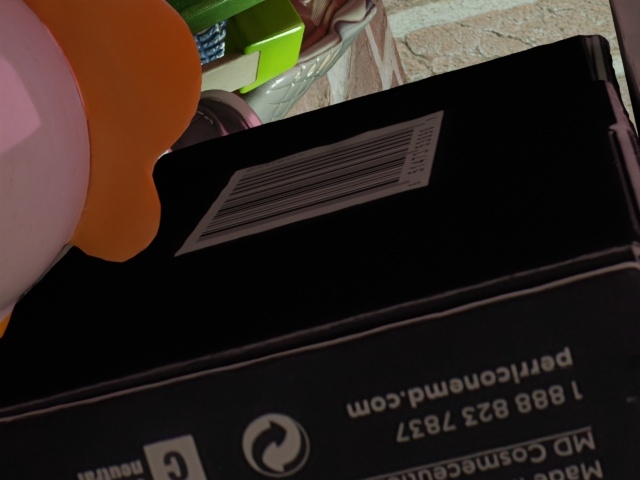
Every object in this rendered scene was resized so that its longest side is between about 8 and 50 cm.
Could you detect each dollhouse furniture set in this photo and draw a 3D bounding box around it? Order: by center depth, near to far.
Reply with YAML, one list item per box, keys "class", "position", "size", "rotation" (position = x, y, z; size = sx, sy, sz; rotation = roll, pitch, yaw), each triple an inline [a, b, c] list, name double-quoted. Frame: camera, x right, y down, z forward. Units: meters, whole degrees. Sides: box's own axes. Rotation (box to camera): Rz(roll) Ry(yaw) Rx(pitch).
- class: "dollhouse furniture set"
  position: [-0.147, -0.266, 1.245]
  size: [0.301, 0.151, 0.197]
  rotation: [60, -14, 13]

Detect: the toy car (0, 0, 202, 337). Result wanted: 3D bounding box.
- class: "toy car"
  position: [-0.142, 0.000, 0.450]
  size: [0.219, 0.238, 0.210]
  rotation: [-73, 147, -69]

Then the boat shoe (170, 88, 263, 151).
- class: "boat shoe"
  position: [-0.052, 0.045, 1.225]
  size: [0.095, 0.112, 0.335]
  rotation: [-43, 119, -37]

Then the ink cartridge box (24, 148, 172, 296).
- class: "ink cartridge box"
  position: [-0.126, 0.012, 0.968]
  size: [0.198, 0.067, 0.115]
  rotation: [-92, 164, -46]

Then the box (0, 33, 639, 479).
- class: "box"
  position: [0.070, 0.188, 0.782]
  size: [0.480, 0.297, 0.471]
  rotation: [-66, 139, -73]

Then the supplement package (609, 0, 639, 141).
- class: "supplement package"
  position: [0.250, -0.035, 0.822]
  size: [0.194, 0.149, 0.203]
  rotation: [-88, 162, -54]

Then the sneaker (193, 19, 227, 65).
- class: "sneaker"
  position: [-0.108, -0.217, 1.414]
  size: [0.058, 0.052, 0.135]
  rotation: [-91, 164, -65]

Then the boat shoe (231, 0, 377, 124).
- class: "boat shoe"
  position: [-0.042, -0.211, 1.629]
  size: [0.116, 0.123, 0.324]
  rotation: [41, 25, -2]
